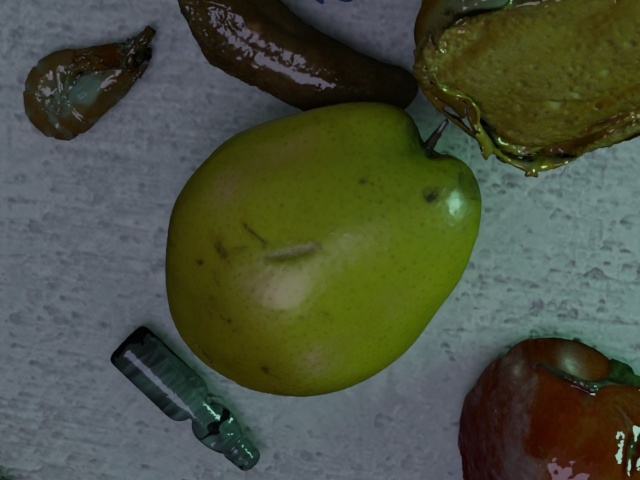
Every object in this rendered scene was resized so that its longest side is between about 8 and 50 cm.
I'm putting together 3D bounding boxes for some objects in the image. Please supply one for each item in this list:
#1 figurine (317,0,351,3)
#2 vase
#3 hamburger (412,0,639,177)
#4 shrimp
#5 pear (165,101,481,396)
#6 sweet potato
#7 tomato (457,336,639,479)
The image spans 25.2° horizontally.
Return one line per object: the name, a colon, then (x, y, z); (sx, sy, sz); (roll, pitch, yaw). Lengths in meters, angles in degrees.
figurine: (0.025, -0.279, 1.403); (0.114, 0.079, 0.114); (7, 141, 6)
vase: (-0.150, 0.189, 1.659); (0.060, 0.060, 0.211); (-40, 102, 24)
hamburger: (0.225, -0.203, 1.303); (0.319, 0.158, 0.318); (-6, 141, -5)
shrimp: (-0.246, -0.172, 1.529); (0.184, 0.043, 0.091); (-27, 102, 22)
pear: (0.003, 0.007, 1.434); (0.336, 0.285, 0.284); (-18, 109, 9)
sweet potato: (-0.063, -0.214, 1.449); (0.341, 0.092, 0.114); (36, 97, -6)
tomato: (0.273, 0.270, 1.541); (0.309, 0.170, 0.308); (4, 113, 11)
